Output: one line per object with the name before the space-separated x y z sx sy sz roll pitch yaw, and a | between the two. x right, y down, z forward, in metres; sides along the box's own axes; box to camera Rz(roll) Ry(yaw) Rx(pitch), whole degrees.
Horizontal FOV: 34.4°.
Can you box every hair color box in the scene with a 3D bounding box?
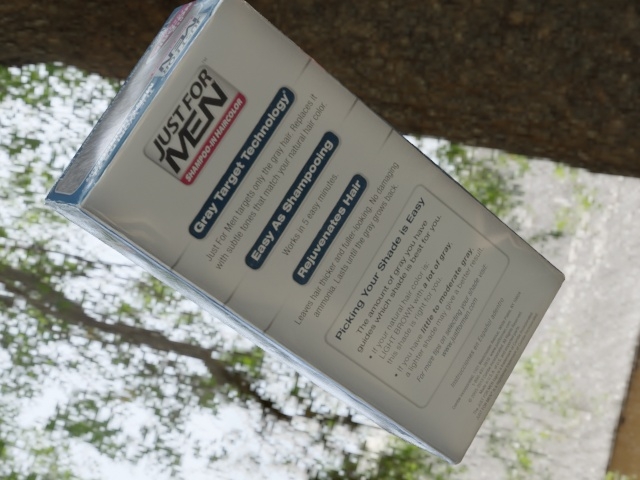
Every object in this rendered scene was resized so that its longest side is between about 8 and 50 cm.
hair color box | 0.000 0.000 0.750 0.347 0.105 0.174 37 -102 -26
